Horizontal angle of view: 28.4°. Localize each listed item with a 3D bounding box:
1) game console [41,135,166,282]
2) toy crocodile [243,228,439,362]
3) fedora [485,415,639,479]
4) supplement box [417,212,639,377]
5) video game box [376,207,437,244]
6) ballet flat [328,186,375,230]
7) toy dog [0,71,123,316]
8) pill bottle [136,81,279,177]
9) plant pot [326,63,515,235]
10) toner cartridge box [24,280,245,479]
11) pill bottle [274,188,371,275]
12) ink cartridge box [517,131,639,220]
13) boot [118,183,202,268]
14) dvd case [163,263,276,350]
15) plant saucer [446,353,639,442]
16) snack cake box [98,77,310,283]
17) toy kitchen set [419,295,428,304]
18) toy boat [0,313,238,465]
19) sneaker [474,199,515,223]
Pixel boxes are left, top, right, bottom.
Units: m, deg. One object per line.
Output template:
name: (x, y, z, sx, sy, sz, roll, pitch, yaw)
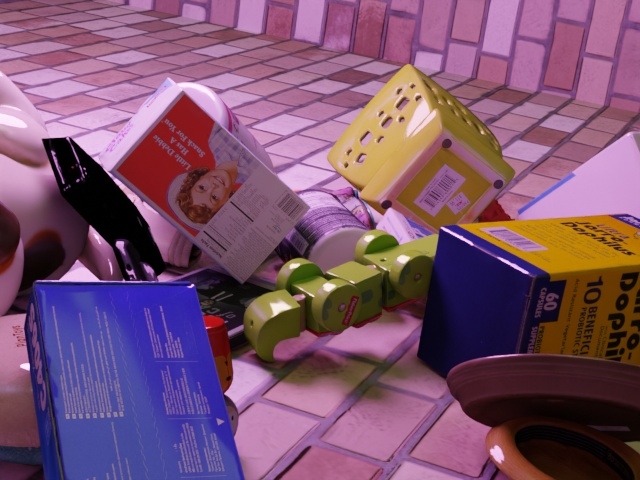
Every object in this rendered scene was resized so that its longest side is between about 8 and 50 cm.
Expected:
game console: (-0.247, 0.024, 1.598, 0.044, 0.213, 0.361, -32, 48, 4)
toy crocodile: (0.052, 0.067, 1.687, 0.340, 0.105, 0.115, -20, 29, -31)
fedora: (0.262, 0.261, 1.342, 0.194, 0.079, 0.194, 10, 21, -4)
supplement box: (0.338, 0.089, 1.700, 0.356, 0.194, 0.195, -5, 22, -33)
video game box: (0.191, 0.041, 1.898, 0.205, 0.048, 0.187, 29, 15, -17)
ballet flat: (0.042, -0.044, 2.182, 0.079, 0.077, 0.221, -12, 16, -3)
toy dog: (-0.458, 0.002, 1.586, 0.395, 0.284, 0.408, 43, 13, -10)
pill bottle: (-0.167, -0.114, 1.968, 0.160, 0.160, 0.283, 18, -15, 26)
plant pot: (0.178, -0.124, 2.135, 0.227, 0.228, 0.207, 35, 15, -27)
toner cartridge box: (-0.167, 0.189, 1.151, 0.165, 0.075, 0.348, 1, 46, -22)
pill bottle: (0.000, 0.000, 1.923, 0.130, 0.130, 0.246, 1, 20, -20)
ink cartridge box: (0.565, -0.043, 2.024, 0.395, 0.166, 0.285, -4, -22, -34)
boot: (-0.255, -0.022, 1.962, 0.165, 0.077, 0.213, 9, 24, 2)
dvd case: (-0.146, 0.092, 1.746, 0.179, 0.030, 0.238, 18, 20, 27)
plant saucer: (0.280, 0.184, 1.427, 0.277, 0.041, 0.278, 6, -20, 2)
snack cake box: (-0.162, -0.081, 1.774, 0.264, 0.152, 0.089, 43, 0, -27)
toy kitchen set: (0.135, 0.076, 1.899, 0.075, 0.068, 0.083, 26, 14, -32)
toy boat: (-0.244, 0.168, 1.342, 0.318, 0.148, 0.267, -4, 16, -13)
sneaker: (0.314, -0.025, 2.241, 0.128, 0.087, 0.221, 18, 31, 3)
